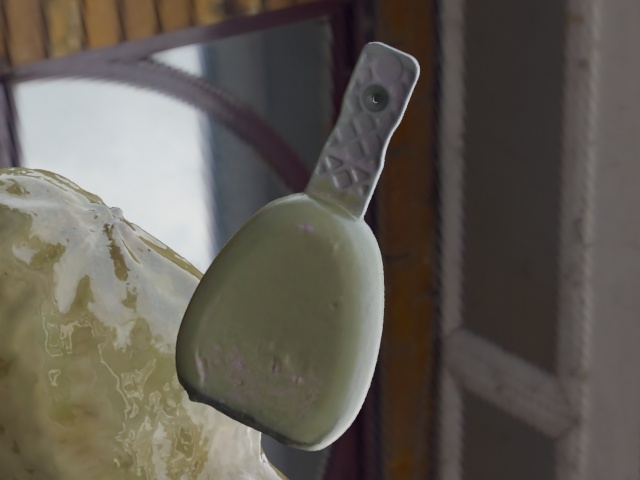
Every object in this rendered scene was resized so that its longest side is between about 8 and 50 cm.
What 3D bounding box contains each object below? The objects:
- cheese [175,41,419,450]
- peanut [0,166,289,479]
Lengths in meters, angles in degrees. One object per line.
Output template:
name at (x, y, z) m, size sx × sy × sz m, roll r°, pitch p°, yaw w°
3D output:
cheese at (0.000, 0.000, 0.790) m, size 0.097 × 0.037 × 0.192 m, roll 26°, pitch -73°, yaw 13°
peanut at (-0.111, 0.125, 1.064) m, size 0.387 × 0.192 × 0.169 m, roll 59°, pitch 2°, yaw -7°
